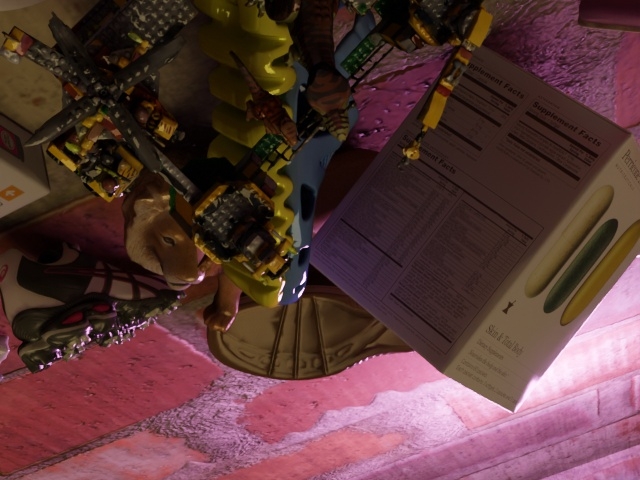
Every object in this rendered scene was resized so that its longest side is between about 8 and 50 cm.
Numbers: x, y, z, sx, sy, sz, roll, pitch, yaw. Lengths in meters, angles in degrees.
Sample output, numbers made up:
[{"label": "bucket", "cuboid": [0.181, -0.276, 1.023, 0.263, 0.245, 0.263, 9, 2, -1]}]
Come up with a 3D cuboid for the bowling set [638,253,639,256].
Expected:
[{"label": "bowling set", "cuboid": [0.527, -0.022, 1.400, 0.200, 0.287, 0.154, -56, 154, 1]}]

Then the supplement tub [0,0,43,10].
[{"label": "supplement tub", "cuboid": [-0.185, -0.235, 0.585, 0.144, 0.144, 0.199, -9, 152, -16]}]

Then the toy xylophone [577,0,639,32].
[{"label": "toy xylophone", "cuboid": [0.394, -0.210, 0.947, 0.323, 0.081, 0.236, 1, -167, -21]}]

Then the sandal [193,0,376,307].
[{"label": "sandal", "cuboid": [-0.022, -0.088, 0.902, 0.138, 0.126, 0.317, -17, 126, -35]}]

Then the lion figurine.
[{"label": "lion figurine", "cuboid": [-0.026, -0.029, 1.120, 0.392, 0.142, 0.240, -19, 149, -29]}]

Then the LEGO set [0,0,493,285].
[{"label": "LEGO set", "cuboid": [-0.015, -0.118, 0.697, 0.331, 0.192, 0.255, -39, 122, -5]}]

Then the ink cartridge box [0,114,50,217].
[{"label": "ink cartridge box", "cuboid": [-0.388, -0.088, 0.831, 0.176, 0.069, 0.371, -25, 155, 14]}]

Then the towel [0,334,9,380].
[{"label": "towel", "cuboid": [-0.554, 0.194, 1.272, 0.324, 0.056, 0.312, 3, 146, -37]}]

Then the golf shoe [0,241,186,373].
[{"label": "golf shoe", "cuboid": [-0.235, 0.051, 1.159, 0.105, 0.120, 0.273, -34, 172, 17]}]

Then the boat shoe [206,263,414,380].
[{"label": "boat shoe", "cuboid": [0.020, 0.074, 1.308, 0.342, 0.123, 0.123, -9, 122, -19]}]

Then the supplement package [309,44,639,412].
[{"label": "supplement package", "cuboid": [0.166, -0.009, 1.059, 0.262, 0.198, 0.199, -53, 146, 2]}]
